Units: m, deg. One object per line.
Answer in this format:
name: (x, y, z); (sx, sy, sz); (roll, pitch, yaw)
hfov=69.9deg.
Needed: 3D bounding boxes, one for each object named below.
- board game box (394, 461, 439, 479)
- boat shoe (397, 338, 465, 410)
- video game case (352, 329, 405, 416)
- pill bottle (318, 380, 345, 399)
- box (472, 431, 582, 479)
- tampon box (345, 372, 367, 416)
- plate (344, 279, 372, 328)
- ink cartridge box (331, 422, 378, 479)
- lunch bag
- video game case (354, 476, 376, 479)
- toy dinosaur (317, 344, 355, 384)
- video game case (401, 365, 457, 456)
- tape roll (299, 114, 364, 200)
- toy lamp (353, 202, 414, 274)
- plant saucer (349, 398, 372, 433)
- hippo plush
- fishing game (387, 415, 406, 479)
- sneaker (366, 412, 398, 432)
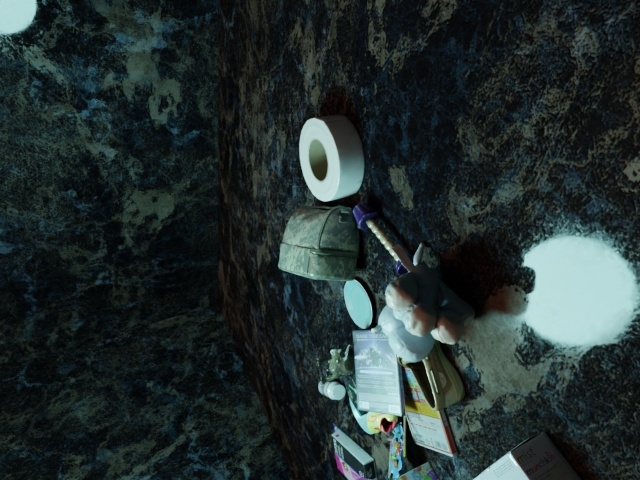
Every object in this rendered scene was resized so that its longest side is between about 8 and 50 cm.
board game box: (0.307, 0.894, 1.566); (0.144, 0.142, 0.275); (59, 150, 32)
boat shoe: (0.286, 0.324, 1.344); (0.341, 0.110, 0.122); (60, 151, 29)
video game case: (0.194, 0.442, 1.556); (0.196, 0.026, 0.274); (-13, 76, 46)
pill bottle: (0.052, 0.664, 2.045); (0.137, 0.078, 0.078); (-12, 92, 65)
box: (0.491, 0.618, 1.059); (0.231, 0.126, 0.262); (57, 150, 35)
tampon box: (0.180, 0.552, 1.693); (0.120, 0.101, 0.161); (59, 149, 31)
plate: (0.145, 0.231, 1.688); (0.188, 0.024, 0.188); (39, 136, 51)
ink cartridge box: (0.136, 0.989, 2.069); (0.371, 0.069, 0.176); (9, 111, 65)
lunch bag: (0.000, 0.000, 1.649); (0.305, 0.212, 0.256); (10, 95, 60)
video game case: (0.208, 0.936, 1.572); (0.210, 0.041, 0.232); (69, 154, 15)
toy dinosaur: (0.088, 0.473, 1.735); (0.313, 0.160, 0.121); (33, -133, -63)
video game case: (0.325, 0.528, 1.472); (0.204, 0.025, 0.285); (-27, 79, 65)
tape roll: (0.033, -0.281, 1.560); (0.286, 0.100, 0.286); (41, 139, 51)
toy lamp: (0.187, -0.014, 1.406); (0.275, 0.080, 0.080); (56, 149, 37)
plant saucer: (0.180, 0.671, 1.831); (0.195, 0.037, 0.195); (42, 140, 50)
hippo plush: (0.222, 0.195, 1.211); (0.294, 0.234, 0.237); (57, 132, 31)
fishing game: (0.257, 0.728, 1.588); (0.264, 0.041, 0.189); (97, -177, -52)
sneaker: (0.220, 0.649, 1.636); (0.094, 0.081, 0.209); (-89, 13, -46)
